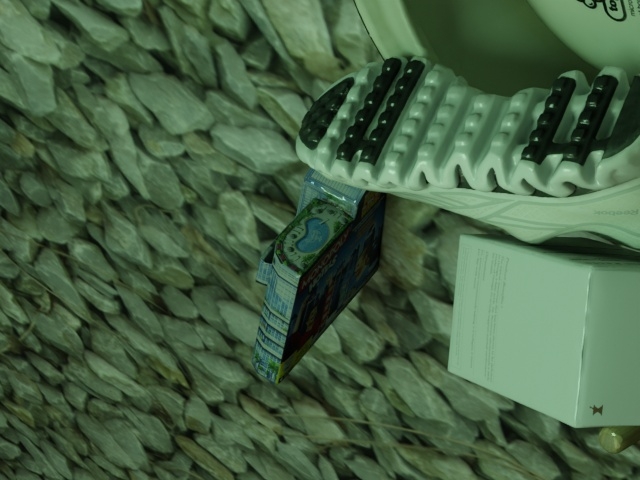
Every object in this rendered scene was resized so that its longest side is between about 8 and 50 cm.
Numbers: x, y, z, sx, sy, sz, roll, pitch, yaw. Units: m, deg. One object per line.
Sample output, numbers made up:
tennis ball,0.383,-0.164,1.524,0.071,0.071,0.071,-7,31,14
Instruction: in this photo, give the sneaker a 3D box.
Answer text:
sneaker,0.107,-0.051,1.227,0.292,0.110,0.118,10,150,40

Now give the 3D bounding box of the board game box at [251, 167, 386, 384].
board game box,0.000,0.000,1.656,0.060,0.194,0.194,27,134,16

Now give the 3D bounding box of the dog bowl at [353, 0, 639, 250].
dog bowl,0.219,-0.177,1.175,0.408,0.150,0.408,27,149,18

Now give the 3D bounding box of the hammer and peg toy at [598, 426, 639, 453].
hammer and peg toy,0.368,0.080,1.257,0.127,0.266,0.361,52,150,6

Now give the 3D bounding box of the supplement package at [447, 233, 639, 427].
supplement package,0.175,0.057,1.233,0.105,0.105,0.179,3,-173,-23
